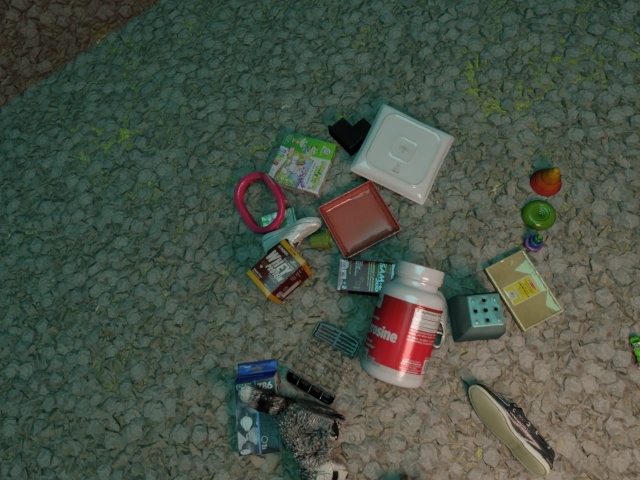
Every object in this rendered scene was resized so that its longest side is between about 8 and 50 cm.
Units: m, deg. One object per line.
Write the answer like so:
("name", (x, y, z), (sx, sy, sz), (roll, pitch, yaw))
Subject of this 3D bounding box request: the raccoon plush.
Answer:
("raccoon plush", (-0.108, 0.714, 1.519), (0.446, 0.216, 0.299), (16, 81, 17))

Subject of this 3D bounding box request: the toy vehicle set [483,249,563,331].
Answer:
("toy vehicle set", (0.760, 0.187, 1.631), (0.166, 0.035, 0.267), (-26, 71, 0))

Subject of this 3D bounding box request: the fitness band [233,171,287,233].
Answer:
("fitness band", (-0.258, -0.165, 1.858), (0.209, 0.054, 0.291), (-40, 67, 17))

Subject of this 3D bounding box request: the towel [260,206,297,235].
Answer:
("towel", (-0.175, -0.074, 1.860), (0.152, 0.023, 0.113), (-15, 70, 4))

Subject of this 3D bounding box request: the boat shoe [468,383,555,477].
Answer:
("boat shoe", (0.657, 0.619, 1.475), (0.113, 0.127, 0.340), (-26, 59, -31))

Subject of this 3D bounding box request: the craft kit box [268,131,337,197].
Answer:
("craft kit box", (-0.080, -0.336, 1.914), (0.247, 0.061, 0.250), (17, 76, 11))

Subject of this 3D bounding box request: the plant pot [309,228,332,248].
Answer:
("plant pot", (0.000, 0.000, 1.787), (0.079, 0.083, 0.083), (-10, 71, 18))

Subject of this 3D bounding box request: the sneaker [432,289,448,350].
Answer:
("sneaker", (0.437, 0.294, 1.616), (0.090, 0.095, 0.235), (1, 71, 11))

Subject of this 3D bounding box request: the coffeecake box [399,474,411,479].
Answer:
("coffeecake box", (0.323, 0.885, 1.421), (0.068, 0.142, 0.185), (-37, 71, -4))

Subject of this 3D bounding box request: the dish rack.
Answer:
("dish rack", (0.017, 0.455, 1.640), (0.208, 0.074, 0.271), (26, 78, 15))

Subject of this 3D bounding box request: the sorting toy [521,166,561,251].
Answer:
("sorting toy", (0.866, -0.139, 1.671), (0.127, 0.126, 0.365), (16, 75, 13))

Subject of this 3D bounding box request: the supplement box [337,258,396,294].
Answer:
("supplement box", (0.191, 0.149, 1.709), (0.239, 0.073, 0.130), (4, 73, 8))

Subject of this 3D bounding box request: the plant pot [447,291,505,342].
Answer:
("plant pot", (0.561, 0.261, 1.533), (0.165, 0.234, 0.165), (-6, 71, 6))

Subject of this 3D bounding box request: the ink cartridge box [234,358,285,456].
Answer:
("ink cartridge box", (-0.235, 0.623, 1.631), (0.165, 0.065, 0.332), (-11, 71, 6))

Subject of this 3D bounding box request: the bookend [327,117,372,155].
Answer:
("bookend", (0.142, -0.486, 1.916), (0.156, 0.072, 0.157), (-40, 71, -6))

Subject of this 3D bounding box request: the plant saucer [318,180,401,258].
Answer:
("plant saucer", (0.160, -0.084, 1.801), (0.259, 0.048, 0.258), (-28, 71, -2))

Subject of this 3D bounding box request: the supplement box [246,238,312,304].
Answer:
("supplement box", (-0.155, 0.128, 1.705), (0.194, 0.191, 0.129), (-42, 72, -6))

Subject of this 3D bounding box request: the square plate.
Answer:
("square plate", (0.350, -0.374, 1.824), (0.347, 0.049, 0.344), (26, 79, 3))

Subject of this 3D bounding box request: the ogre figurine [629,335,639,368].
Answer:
("ogre figurine", (1.163, 0.410, 1.471), (0.197, 0.097, 0.118), (28, 67, 4))

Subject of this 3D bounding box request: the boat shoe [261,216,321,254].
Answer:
("boat shoe", (-0.116, -0.014, 1.786), (0.267, 0.096, 0.088), (-19, 58, 4))

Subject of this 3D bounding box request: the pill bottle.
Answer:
("pill bottle", (0.299, 0.285, 1.529), (0.229, 0.229, 0.407), (16, 88, 13))
